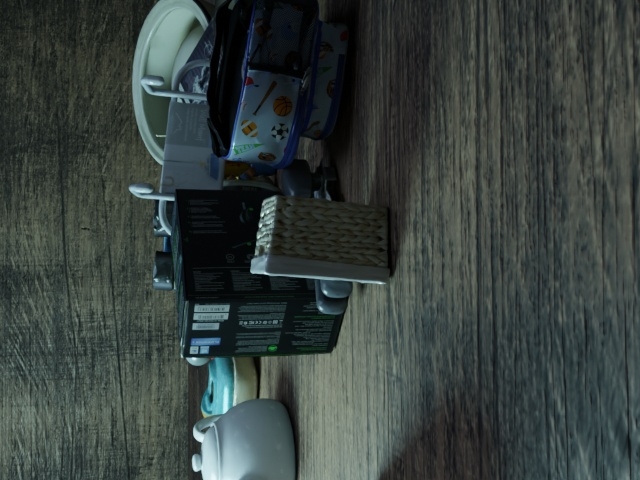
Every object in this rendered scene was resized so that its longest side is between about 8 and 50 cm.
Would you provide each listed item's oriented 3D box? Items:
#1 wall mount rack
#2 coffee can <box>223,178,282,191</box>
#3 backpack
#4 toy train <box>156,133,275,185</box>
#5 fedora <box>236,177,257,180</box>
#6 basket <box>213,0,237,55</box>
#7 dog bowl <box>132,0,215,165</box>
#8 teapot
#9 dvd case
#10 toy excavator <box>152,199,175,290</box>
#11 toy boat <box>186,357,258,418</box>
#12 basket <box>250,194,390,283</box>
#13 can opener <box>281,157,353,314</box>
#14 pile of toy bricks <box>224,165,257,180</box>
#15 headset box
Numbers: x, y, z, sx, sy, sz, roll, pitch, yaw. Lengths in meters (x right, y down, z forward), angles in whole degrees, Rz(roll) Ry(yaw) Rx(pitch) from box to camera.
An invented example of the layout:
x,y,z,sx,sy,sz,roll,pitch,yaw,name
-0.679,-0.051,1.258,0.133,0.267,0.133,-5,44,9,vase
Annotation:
x,y,z,sx,sy,sz,roll,pitch,yaw,name
-0.182,-0.172,1.560,0.130,0.304,0.350,116,159,-83,wall mount rack
-0.163,0.044,1.678,0.201,0.201,0.276,126,141,-66,coffee can
-0.078,-0.243,1.327,0.276,0.213,0.264,-142,68,-79,backpack
-0.212,-0.156,1.790,0.105,0.247,0.144,157,107,-74,toy train
-0.180,-0.172,1.917,0.079,0.194,0.194,27,123,35,fedora
-0.116,-0.438,1.521,0.227,0.154,0.205,119,158,-79,basket
-0.290,-0.373,2.036,0.408,0.150,0.408,8,100,50,dog bowl
-0.162,0.433,1.706,0.256,0.187,0.253,113,153,-59,teapot
-0.235,-0.351,1.837,0.221,0.018,0.165,-47,61,39,dvd case
-0.342,-0.076,2.420,0.445,0.222,0.433,-142,54,-83,toy excavator
-0.247,0.347,2.111,0.318,0.148,0.268,-117,30,-60,toy boat
0.000,0.000,1.126,0.113,0.167,0.103,173,101,-75,basket
-0.012,-0.016,1.298,0.076,0.095,0.284,104,167,-45,can opener
-0.145,-0.194,1.689,0.118,0.212,0.105,49,157,-9,pile of toy bricks
-0.113,0.040,1.392,0.283,0.246,0.131,-107,22,-46,headset box
